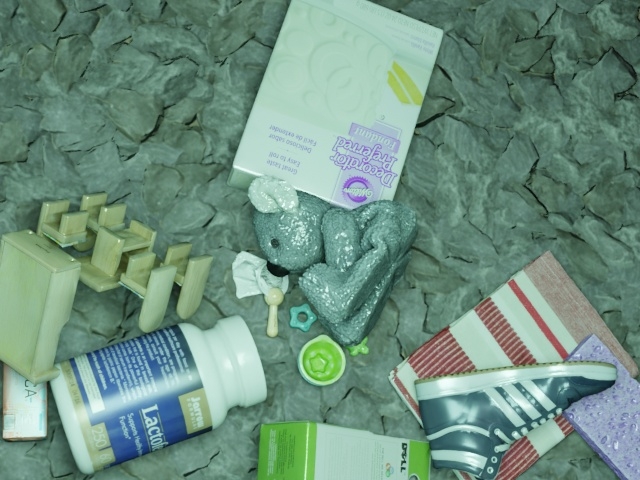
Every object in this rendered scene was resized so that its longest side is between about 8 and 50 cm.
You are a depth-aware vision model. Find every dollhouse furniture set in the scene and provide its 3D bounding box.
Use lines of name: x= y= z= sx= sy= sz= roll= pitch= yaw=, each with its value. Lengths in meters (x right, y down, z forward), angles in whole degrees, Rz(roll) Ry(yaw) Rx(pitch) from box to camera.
dollhouse furniture set: x=-0.305 y=0.064 z=1.381 sx=0.212 sy=0.242 sz=0.161 roll=29 pitch=114 yaw=26

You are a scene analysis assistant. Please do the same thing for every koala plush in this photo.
koala plush: x=0.000 y=0.000 z=1.464 sx=0.221 sy=0.196 sz=0.203 roll=29 pitch=77 yaw=20

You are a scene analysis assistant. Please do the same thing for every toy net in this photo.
toy net: x=-0.032 y=0.096 z=1.528 sx=0.122 sy=0.045 sz=0.232 roll=-38 pitch=85 yaw=-17

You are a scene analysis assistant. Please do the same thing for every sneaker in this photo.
sneaker: x=0.280 y=0.253 z=1.475 sx=0.282 sy=0.099 sz=0.153 roll=-7 pitch=78 yaw=5

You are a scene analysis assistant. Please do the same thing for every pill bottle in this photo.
pill bottle: x=-0.215 y=0.198 z=1.409 sx=0.264 sy=0.153 sz=0.153 roll=-18 pitch=80 yaw=-15

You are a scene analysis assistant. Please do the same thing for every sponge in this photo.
sponge: x=0.432 y=0.254 z=1.557 sx=0.117 sy=0.031 sz=0.210 roll=-43 pitch=90 yaw=-15

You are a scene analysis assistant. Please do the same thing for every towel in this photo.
towel: x=0.289 y=0.200 z=1.573 sx=0.329 sy=0.037 sz=0.237 roll=-35 pitch=87 yaw=-16

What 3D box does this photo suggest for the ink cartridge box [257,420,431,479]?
ink cartridge box: x=0.037 y=0.359 z=1.458 sx=0.255 sy=0.097 sz=0.189 roll=18 pitch=69 yaw=-42

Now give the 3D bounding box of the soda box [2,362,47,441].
soda box: x=-0.397 y=0.178 z=1.424 sx=0.058 sy=0.063 sz=0.183 roll=0 pitch=76 yaw=-14

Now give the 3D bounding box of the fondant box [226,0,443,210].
fondant box: x=0.025 y=-0.202 z=1.591 sx=0.238 sy=0.096 sz=0.330 roll=20 pitch=74 yaw=-6
